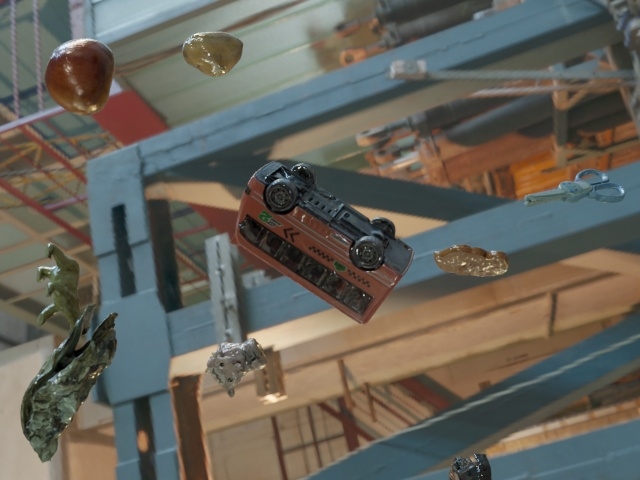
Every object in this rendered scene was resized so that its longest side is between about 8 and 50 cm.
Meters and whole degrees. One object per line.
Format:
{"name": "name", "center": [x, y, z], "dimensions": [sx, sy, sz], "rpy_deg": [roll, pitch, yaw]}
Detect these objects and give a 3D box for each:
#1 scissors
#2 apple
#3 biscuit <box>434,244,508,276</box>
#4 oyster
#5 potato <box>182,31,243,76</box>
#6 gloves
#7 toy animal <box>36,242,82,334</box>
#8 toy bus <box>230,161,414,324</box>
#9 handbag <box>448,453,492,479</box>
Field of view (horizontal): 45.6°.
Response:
{"name": "scissors", "center": [0.585, -0.115, 1.778], "dimensions": [0.125, 0.255, 0.030], "rpy_deg": [-123, 30, -46]}
{"name": "apple", "center": [-0.663, -0.455, 2.100], "dimensions": [0.235, 0.173, 0.211], "rpy_deg": [-144, 67, -73]}
{"name": "biscuit", "center": [0.263, 0.035, 1.329], "dimensions": [0.102, 0.130, 0.019], "rpy_deg": [84, -167, -64]}
{"name": "oyster", "center": [-0.553, 0.306, 1.662], "dimensions": [0.162, 0.158, 0.351], "rpy_deg": [67, -140, -65]}
{"name": "potato", "center": [-0.263, -0.457, 1.854], "dimensions": [0.112, 0.146, 0.112], "rpy_deg": [-177, 90, -85]}
{"name": "gloves", "center": [-0.198, 0.285, 1.776], "dimensions": [0.110, 0.144, 0.094], "rpy_deg": [48, 177, 0]}
{"name": "toy animal", "center": [-0.619, 0.124, 1.829], "dimensions": [0.101, 0.103, 0.219], "rpy_deg": [10, -126, -35]}
{"name": "toy bus", "center": [0.000, 0.000, 1.846], "dimensions": [0.426, 0.233, 0.203], "rpy_deg": [33, -156, 4]}
{"name": "handbag", "center": [0.288, 0.556, 1.395], "dimensions": [0.191, 0.074, 0.333], "rpy_deg": [110, 158, -79]}
